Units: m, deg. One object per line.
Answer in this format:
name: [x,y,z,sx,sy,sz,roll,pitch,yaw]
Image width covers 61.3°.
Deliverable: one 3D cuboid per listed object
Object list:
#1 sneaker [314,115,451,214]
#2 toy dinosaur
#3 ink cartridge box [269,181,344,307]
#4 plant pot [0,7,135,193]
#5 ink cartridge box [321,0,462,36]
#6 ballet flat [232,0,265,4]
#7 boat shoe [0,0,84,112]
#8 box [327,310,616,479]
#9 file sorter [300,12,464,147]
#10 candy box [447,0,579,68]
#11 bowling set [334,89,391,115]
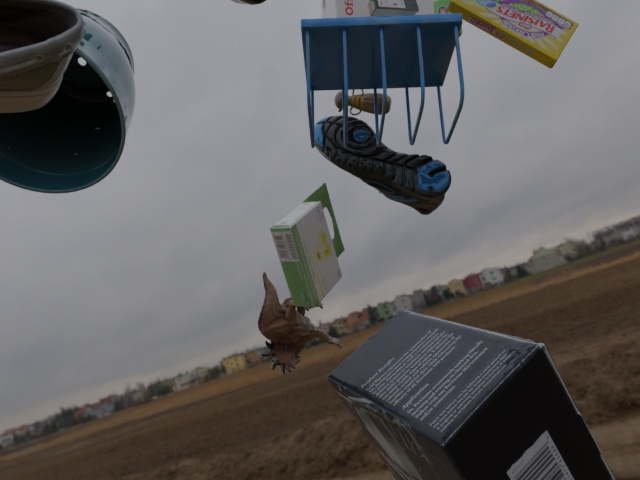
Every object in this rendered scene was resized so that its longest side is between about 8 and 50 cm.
sneaker: [0.122,-0.161,1.220,0.125,0.341,0.139,-52,-17,-19]
toy dinosaur: [-0.088,0.216,1.306,0.201,0.127,0.295,-31,-52,10]
ink cartridge box: [0.000,0.000,1.071,0.056,0.171,0.235,-2,25,32]
plant pot: [-0.432,-0.260,0.892,0.272,0.255,0.271,-1,-52,-2]
ink cartridge box: [0.146,-0.509,1.154,0.273,0.198,0.115,-1,-10,-12]
ballet flat: [-0.244,-0.540,0.974,0.349,0.123,0.123,22,-34,-33]
boat shoe: [-0.344,-0.157,0.410,0.103,0.118,0.321,-31,-9,37]
box: [0.334,0.453,1.233,0.297,0.479,0.472,-37,15,-18]
file sorter: [0.066,-0.171,0.609,0.171,0.104,0.118,-1,-19,2]
candy box: [0.332,-0.385,0.930,0.105,0.206,0.027,-55,-7,-20]
bowling set: [0.106,-0.464,1.337,0.154,0.286,0.200,10,5,14]
